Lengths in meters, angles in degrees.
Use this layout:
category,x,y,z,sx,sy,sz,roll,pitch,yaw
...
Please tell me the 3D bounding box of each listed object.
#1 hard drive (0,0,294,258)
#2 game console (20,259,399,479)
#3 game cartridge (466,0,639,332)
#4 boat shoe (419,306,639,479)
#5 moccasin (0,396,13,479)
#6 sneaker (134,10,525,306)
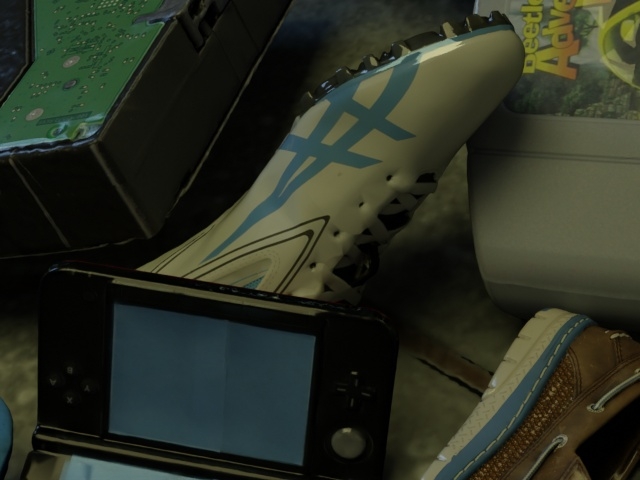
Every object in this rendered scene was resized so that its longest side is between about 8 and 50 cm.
category,x,y,z,sx,sy,sz,roll,pitch,yaw
hard drive,-0.185,-0.081,0.801,0.339,0.064,0.237,-7,40,30
game console,-0.050,0.087,0.603,0.144,0.124,0.085,9,27,7
game cartridge,0.163,-0.105,0.650,0.196,0.060,0.294,4,76,32
boat shoe,0.075,0.101,0.571,0.066,0.066,0.183,14,58,31
moccasin,-0.225,0.189,0.572,0.117,0.137,0.342,24,46,-7
sneaker,0.000,0.000,0.650,0.237,0.085,0.086,-43,73,21
